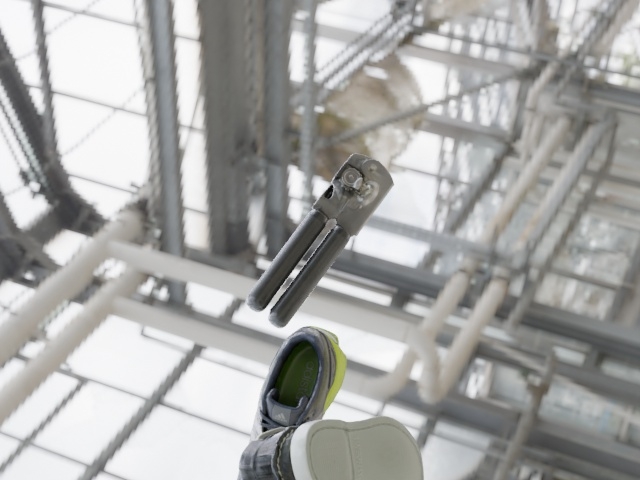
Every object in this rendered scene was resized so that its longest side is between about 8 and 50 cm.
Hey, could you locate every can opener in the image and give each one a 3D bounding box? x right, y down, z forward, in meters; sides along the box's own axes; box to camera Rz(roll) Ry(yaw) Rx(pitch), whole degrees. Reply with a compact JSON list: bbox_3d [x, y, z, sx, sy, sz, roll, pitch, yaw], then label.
[{"bbox_3d":[0.000,0.000,1.732,0.283,0.076,0.095,-53,-2,-15],"label":"can opener"}]

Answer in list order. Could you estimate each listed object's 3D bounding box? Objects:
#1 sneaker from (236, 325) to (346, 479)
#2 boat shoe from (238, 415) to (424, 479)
[{"bbox_3d":[-0.050,0.244,1.562,0.121,0.111,0.300,55,-134,-72],"label":"sneaker"},{"bbox_3d":[0.021,0.247,1.354,0.302,0.091,0.114,31,-129,-55],"label":"boat shoe"}]
